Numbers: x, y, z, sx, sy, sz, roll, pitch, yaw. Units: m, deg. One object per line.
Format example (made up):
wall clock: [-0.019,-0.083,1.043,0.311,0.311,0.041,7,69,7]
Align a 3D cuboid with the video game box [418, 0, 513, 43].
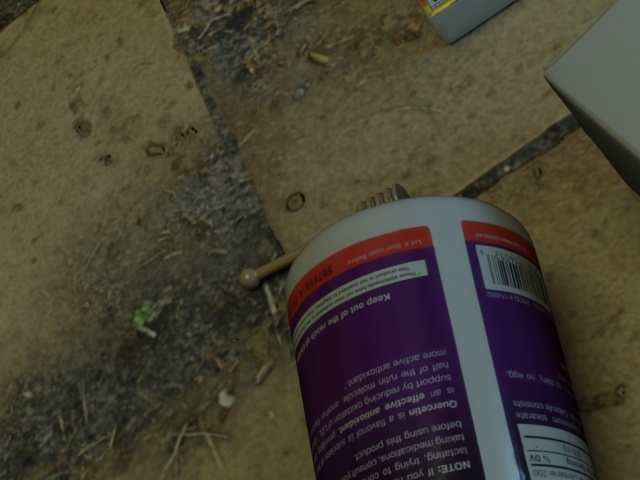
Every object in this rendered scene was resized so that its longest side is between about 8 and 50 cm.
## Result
video game box: [0.149,-0.292,1.247,0.205,0.048,0.187,-33,52,14]

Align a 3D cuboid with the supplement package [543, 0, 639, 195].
supplement package: [0.317,-0.051,0.942,0.175,0.177,0.293,-46,53,5]

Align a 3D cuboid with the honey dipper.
honey dipper: [0.000,0.000,1.210,0.161,0.030,0.030,-26,56,22]

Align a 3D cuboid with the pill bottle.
pill bottle: [0.085,0.143,0.991,0.181,0.181,0.323,-23,57,21]
